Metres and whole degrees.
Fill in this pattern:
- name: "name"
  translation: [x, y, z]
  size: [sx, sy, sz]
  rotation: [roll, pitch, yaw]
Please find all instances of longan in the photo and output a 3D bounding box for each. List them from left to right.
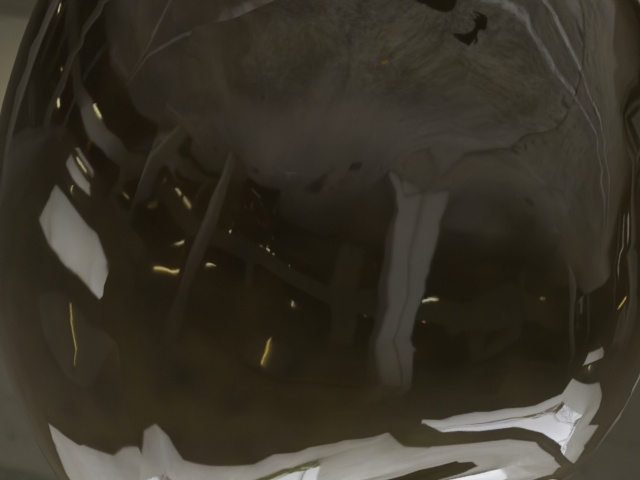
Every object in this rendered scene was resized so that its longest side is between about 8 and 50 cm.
- name: "longan"
  translation: [0.000, 0.000, 0.692]
  size: [0.288, 0.350, 0.288]
  rotation: [9, -137, -8]
